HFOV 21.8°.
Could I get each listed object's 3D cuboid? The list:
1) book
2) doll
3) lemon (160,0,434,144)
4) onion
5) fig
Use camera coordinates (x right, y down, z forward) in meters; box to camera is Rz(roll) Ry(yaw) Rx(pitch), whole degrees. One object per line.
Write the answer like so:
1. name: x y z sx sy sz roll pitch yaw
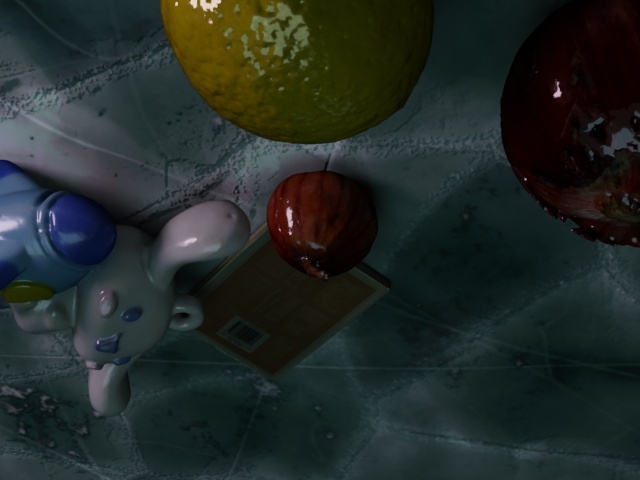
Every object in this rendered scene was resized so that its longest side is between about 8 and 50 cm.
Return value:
1. book: -0.053 0.073 2.016 0.170 0.018 0.242 33 131 -19
2. doll: -0.308 0.046 1.932 0.366 0.187 0.376 20 116 -17
3. lemon: -0.016 -0.214 1.582 0.253 0.253 0.310 -16 144 26
4. onion: 0.305 -0.128 1.597 0.276 0.276 0.276 6 134 7
5. fig: 0.008 -0.006 1.856 0.128 0.150 0.128 -20 154 -10
